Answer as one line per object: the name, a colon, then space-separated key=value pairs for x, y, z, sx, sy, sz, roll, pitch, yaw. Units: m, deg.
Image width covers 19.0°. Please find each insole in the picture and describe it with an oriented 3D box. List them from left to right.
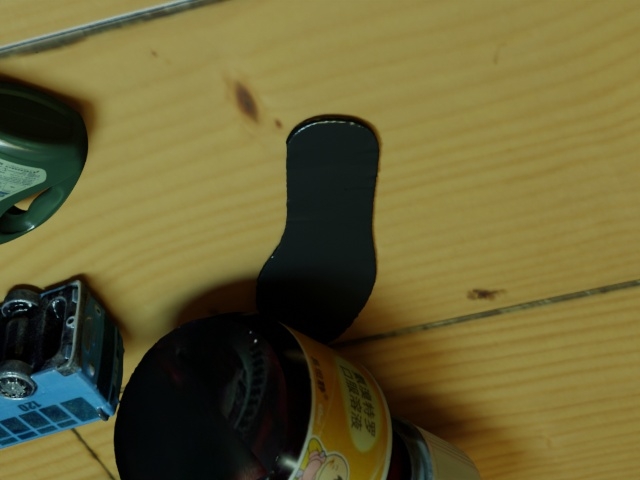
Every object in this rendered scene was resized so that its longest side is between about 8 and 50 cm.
insole: x=0.000 y=0.000 z=1.861 sx=0.119 sy=0.009 sz=0.348 roll=2 pitch=140 yaw=-4

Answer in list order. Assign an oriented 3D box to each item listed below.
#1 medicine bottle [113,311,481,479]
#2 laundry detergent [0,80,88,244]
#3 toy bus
medicine bottle: x=-0.005 y=0.228 z=1.975 sx=0.242 sy=0.242 sz=0.395 roll=-27 pitch=148 yaw=29
laundry detergent: x=-0.306 y=-0.048 z=1.751 sx=0.144 sy=0.078 sz=0.221 roll=15 pitch=137 yaw=-22
toy bus: x=-0.314 y=0.137 z=1.945 sx=0.234 sy=0.116 sz=0.133 roll=-17 pitch=138 yaw=22
